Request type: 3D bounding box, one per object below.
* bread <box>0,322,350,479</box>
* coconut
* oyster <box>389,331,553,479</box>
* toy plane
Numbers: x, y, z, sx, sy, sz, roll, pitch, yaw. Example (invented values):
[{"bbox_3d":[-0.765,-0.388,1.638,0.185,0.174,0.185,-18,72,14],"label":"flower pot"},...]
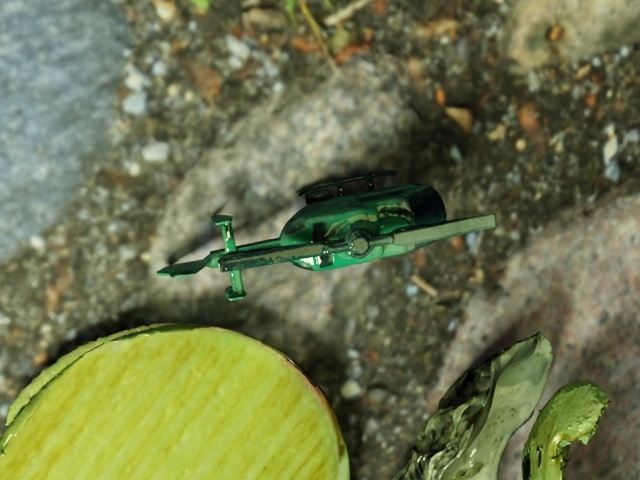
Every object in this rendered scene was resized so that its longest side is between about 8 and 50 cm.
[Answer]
[{"bbox_3d":[-0.116,0.199,1.261,0.301,0.045,0.301,-7,105,-29],"label":"bread"},{"bbox_3d":[0.186,0.182,1.391,0.055,0.133,0.158,1,98,-8],"label":"coconut"},{"bbox_3d":[0.098,0.189,1.355,0.199,0.087,0.252,-32,149,-52],"label":"oyster"},{"bbox_3d":[0.000,0.000,1.246,0.235,0.096,0.060,-11,107,-8],"label":"toy plane"}]
